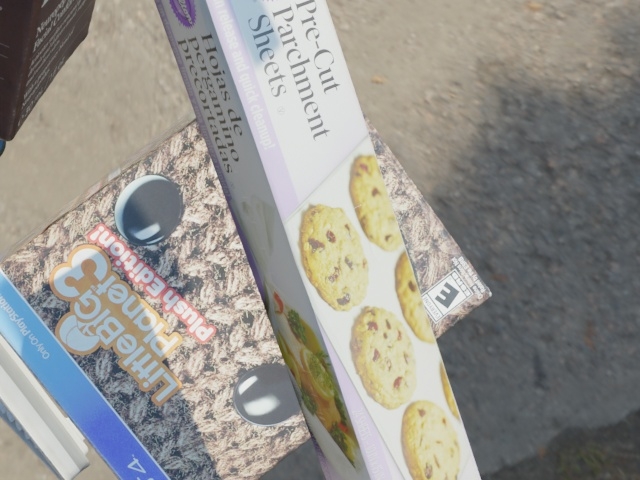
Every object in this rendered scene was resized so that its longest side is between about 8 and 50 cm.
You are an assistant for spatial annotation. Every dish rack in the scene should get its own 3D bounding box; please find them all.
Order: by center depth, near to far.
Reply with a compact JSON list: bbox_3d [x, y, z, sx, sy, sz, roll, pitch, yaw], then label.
[{"bbox_3d":[-0.414,0.150,1.554,0.072,0.285,0.333,-41,133,-19],"label":"dish rack"}]

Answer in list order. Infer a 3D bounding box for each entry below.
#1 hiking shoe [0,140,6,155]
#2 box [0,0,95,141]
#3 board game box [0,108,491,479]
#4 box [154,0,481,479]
[{"bbox_3d":[-0.479,-0.132,1.521,0.113,0.304,0.132,-48,67,6],"label":"hiking shoe"},{"bbox_3d":[-0.250,-0.290,1.019,0.143,0.191,0.381,23,135,-1],"label":"box"},{"bbox_3d":[-0.068,0.030,0.917,0.291,0.141,0.232,-38,100,-5],"label":"board game box"},{"bbox_3d":[0.000,0.000,0.643,0.067,0.063,0.324,-24,104,-25],"label":"box"}]
